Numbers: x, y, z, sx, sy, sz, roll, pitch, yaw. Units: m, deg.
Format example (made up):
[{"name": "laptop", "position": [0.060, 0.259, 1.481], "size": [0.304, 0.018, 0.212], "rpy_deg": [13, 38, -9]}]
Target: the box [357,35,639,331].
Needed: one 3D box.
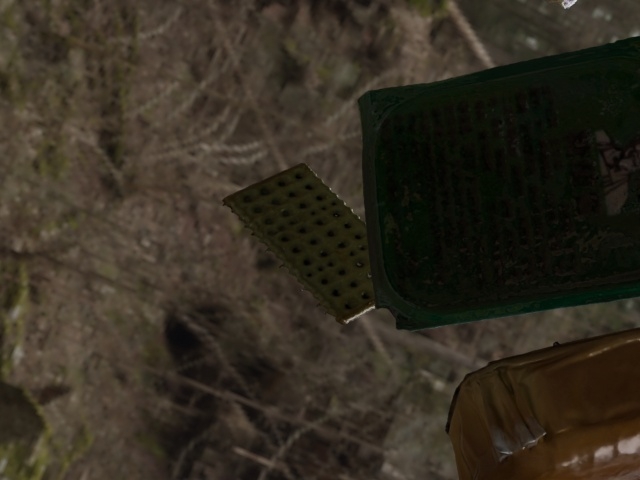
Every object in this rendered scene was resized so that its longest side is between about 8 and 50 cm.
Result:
[{"name": "box", "position": [0.215, -0.046, 1.328], "size": [0.106, 0.336, 0.264], "rpy_deg": [38, 46, -67]}]

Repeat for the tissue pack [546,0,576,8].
[{"name": "tissue pack", "position": [0.180, -0.364, 1.307], "size": [0.123, 0.256, 0.215], "rpy_deg": [-46, 170, -2]}]

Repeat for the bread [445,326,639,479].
[{"name": "bread", "position": [0.227, 0.146, 1.035], "size": [0.136, 0.241, 0.107], "rpy_deg": [99, -22, -52]}]

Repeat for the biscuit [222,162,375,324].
[{"name": "biscuit", "position": [0.000, 0.000, 1.589], "size": [0.139, 0.231, 0.016], "rpy_deg": [-26, 150, -33]}]
